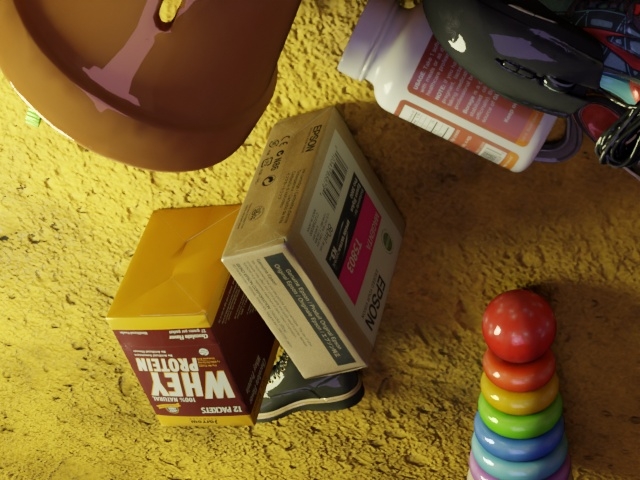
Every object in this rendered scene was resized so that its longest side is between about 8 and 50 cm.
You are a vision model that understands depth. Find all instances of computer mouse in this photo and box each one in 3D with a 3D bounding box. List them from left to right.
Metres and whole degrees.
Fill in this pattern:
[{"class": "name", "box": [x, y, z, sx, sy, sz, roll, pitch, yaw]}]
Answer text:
[{"class": "computer mouse", "box": [0.215, -0.181, 1.192, 0.262, 0.060, 0.184, 38, 135, 1]}]

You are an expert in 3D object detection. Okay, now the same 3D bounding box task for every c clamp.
[{"class": "c clamp", "box": [0.204, -0.137, 1.423, 0.161, 0.022, 0.137, 11, 134, 7]}]

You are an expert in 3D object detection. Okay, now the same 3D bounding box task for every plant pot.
[{"class": "plant pot", "box": [-0.142, -0.238, 1.238, 0.291, 0.291, 0.203, 30, 133, -13]}]

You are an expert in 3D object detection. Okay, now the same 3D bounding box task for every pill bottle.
[{"class": "pill bottle", "box": [0.133, -0.166, 1.335, 0.216, 0.121, 0.121, 26, 134, -1]}]

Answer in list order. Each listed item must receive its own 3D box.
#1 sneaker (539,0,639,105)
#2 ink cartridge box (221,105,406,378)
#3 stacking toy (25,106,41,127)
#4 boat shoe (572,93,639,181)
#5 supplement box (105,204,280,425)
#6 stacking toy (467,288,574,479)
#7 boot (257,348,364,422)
[{"class": "sneaker", "box": [0.293, -0.201, 1.243, 0.262, 0.104, 0.125, 27, 142, 3]}, {"class": "ink cartridge box", "box": [0.000, 0.000, 1.461, 0.088, 0.234, 0.193, -14, 128, 28]}, {"class": "stacking toy", "box": [-0.376, -0.227, 1.483, 0.167, 0.052, 0.221, 22, 135, -5]}, {"class": "boat shoe", "box": [0.319, -0.103, 1.400, 0.137, 0.043, 0.049, 39, 115, -23]}, {"class": "supplement box", "box": [-0.143, 0.093, 1.622, 0.129, 0.191, 0.194, -3, 132, 19]}, {"class": "stacking toy", "box": [0.246, 0.199, 1.667, 0.141, 0.141, 0.330, 2, 127, 14]}, {"class": "boot", "box": [-0.053, 0.163, 1.756, 0.198, 0.077, 0.137, -12, 125, 9]}]
